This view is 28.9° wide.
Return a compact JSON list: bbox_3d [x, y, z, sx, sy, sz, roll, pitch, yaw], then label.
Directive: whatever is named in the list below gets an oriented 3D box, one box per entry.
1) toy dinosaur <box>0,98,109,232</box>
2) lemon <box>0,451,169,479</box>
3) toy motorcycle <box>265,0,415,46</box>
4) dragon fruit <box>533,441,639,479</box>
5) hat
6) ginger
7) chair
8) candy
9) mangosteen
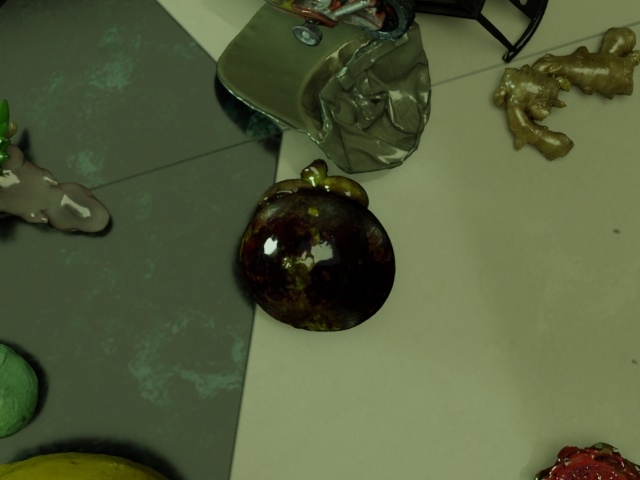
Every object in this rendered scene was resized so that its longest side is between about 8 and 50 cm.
[{"bbox_3d":[-0.358,-0.081,1.471,0.194,0.177,0.152,15,88,24],"label":"toy dinosaur"},{"bbox_3d":[-0.275,0.360,1.389,0.319,0.245,0.245,5,85,0],"label":"lemon"},{"bbox_3d":[-0.028,-0.322,1.466,0.298,0.171,0.089,20,61,23],"label":"toy motorcycle"},{"bbox_3d":[0.365,0.340,1.527,0.207,0.150,0.133,42,111,-8],"label":"dragon fruit"},{"bbox_3d":[0.011,-0.192,1.552,0.244,0.149,0.214,25,65,33],"label":"hat"},{"bbox_3d":[0.317,-0.200,1.595,0.176,0.052,0.193,15,85,-11],"label":"ginger"},{"bbox_3d":[0.167,-0.353,1.554,0.260,0.141,0.155,30,81,-48],"label":"chair"},{"bbox_3d":[-0.541,0.124,1.452,0.439,0.119,0.119,19,84,2],"label":"candy"},{"bbox_3d":[0.000,0.000,1.484,0.192,0.192,0.217,11,64,-6],"label":"mangosteen"}]
